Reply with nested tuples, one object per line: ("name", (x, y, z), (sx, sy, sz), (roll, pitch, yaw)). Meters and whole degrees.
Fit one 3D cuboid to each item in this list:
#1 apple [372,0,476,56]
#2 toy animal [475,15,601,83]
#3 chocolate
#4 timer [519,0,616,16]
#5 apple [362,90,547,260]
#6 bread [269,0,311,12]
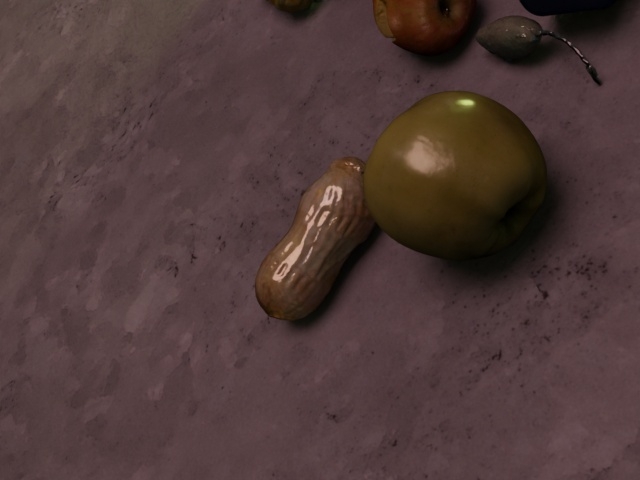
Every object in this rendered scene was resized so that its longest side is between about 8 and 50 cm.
("apple", (0.179, -0.428, 1.699), (0.199, 0.199, 0.199), (-21, 52, 29))
("toy animal", (0.352, -0.323, 1.541), (0.253, 0.079, 0.070), (28, 94, 48))
("chocolate", (0.000, 0.000, 1.603), (0.134, 0.134, 0.309), (26, 84, 46))
("timer", (0.501, -0.469, 1.414), (0.383, 0.270, 0.270), (10, 70, 32))
("apple", (0.199, -0.089, 1.408), (0.262, 0.262, 0.262), (-21, 52, 29))
("bread", (-0.076, -0.567, 2.067), (0.128, 0.088, 0.232), (-40, 37, 0))
